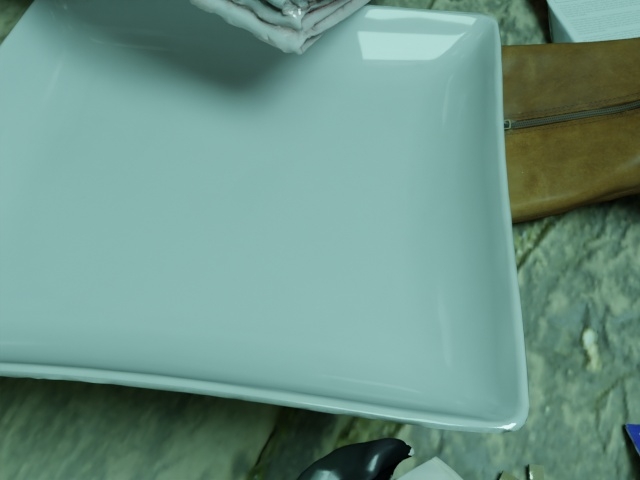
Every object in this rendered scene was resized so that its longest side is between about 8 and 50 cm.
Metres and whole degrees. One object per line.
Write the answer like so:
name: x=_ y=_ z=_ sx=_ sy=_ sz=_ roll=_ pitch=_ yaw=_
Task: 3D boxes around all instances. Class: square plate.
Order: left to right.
square plate: x=-0.061 y=-0.044 z=0.474 sx=0.344 sy=0.049 sz=0.347 roll=5 pitch=46 yaw=4

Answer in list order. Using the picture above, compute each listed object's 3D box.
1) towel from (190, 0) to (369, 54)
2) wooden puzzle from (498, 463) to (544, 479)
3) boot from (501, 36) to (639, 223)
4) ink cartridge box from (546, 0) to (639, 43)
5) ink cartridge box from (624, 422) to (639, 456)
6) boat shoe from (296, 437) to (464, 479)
towel: x=-0.095 y=-0.273 z=0.578 sx=0.332 sy=0.053 sz=0.317 roll=29 pitch=35 yaw=4
wooden puzzle: x=0.124 y=0.177 z=0.479 sx=0.049 sy=0.006 sz=0.083 roll=30 pitch=62 yaw=6
boot: x=0.239 y=-0.039 z=0.528 sx=0.281 sy=0.096 sz=0.264 roll=-7 pitch=74 yaw=10
ink cartridge box: x=0.263 y=-0.182 z=0.677 sx=0.146 sy=0.045 sz=0.179 roll=-12 pitch=55 yaw=-15
ink cartridge box: x=0.302 y=0.213 z=0.368 sx=0.176 sy=0.069 sz=0.371 roll=4 pitch=32 yaw=-7
boat shoe: x=0.087 y=0.254 z=0.348 sx=0.127 sy=0.158 sz=0.340 roll=-26 pitch=70 yaw=-28
